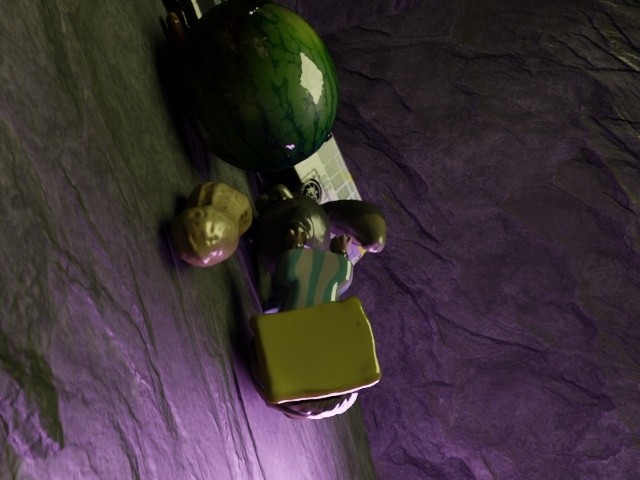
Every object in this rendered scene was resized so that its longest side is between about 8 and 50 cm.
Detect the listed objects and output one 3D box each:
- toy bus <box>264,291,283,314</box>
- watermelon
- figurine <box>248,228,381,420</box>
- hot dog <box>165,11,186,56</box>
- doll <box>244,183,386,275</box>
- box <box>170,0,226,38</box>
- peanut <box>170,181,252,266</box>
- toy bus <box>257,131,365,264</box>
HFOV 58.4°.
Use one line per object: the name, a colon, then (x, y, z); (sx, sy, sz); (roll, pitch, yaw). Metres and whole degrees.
toy bus: (-0.039, 0.286, 1.497); (0.109, 0.135, 0.330); (-94, 168, -70)
watermelon: (-0.126, -0.317, 1.201); (0.363, 0.363, 0.364); (-14, 90, -84)
figurine: (-0.042, 0.220, 1.280); (0.378, 0.266, 0.362); (118, -22, -63)
hot dog: (-0.304, -0.430, 1.226); (0.122, 0.036, 0.049); (77, -9, -46)
doll: (-0.002, -0.032, 1.475); (0.382, 0.378, 0.252); (-115, -172, -63)
box: (-0.292, -0.572, 1.411); (0.359, 0.090, 0.350); (-94, 167, -58)
peanut: (-0.187, -0.035, 0.995); (0.274, 0.111, 0.125); (-86, 157, -73)
toy bus: (-0.010, -0.130, 1.806); (0.249, 0.209, 0.440); (-44, 121, -30)
